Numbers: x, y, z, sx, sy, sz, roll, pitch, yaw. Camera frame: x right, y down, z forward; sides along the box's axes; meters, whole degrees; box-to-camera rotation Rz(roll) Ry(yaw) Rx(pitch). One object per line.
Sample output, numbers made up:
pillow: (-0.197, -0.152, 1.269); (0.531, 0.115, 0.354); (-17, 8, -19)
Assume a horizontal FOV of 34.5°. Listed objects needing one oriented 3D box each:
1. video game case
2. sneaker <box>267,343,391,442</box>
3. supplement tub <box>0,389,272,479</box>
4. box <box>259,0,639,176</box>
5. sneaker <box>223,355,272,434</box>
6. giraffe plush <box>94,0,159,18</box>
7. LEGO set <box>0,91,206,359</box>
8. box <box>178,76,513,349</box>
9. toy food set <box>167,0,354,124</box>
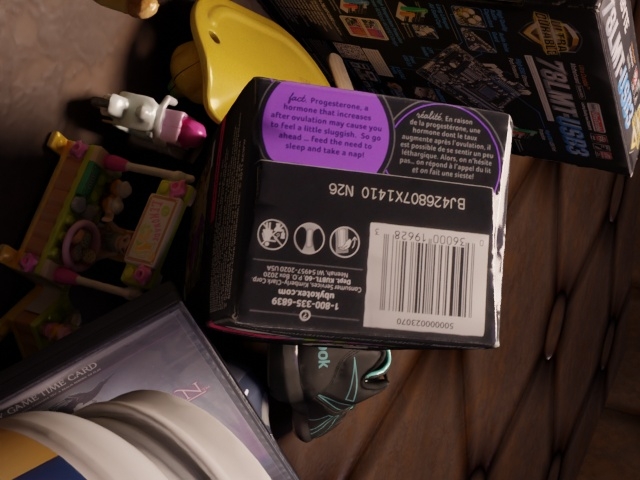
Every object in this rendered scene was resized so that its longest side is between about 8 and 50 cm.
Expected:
video game case: (-0.134, 0.155, 0.692); (0.196, 0.026, 0.274); (-29, 142, -5)
sneaker: (0.017, 0.133, 0.979); (0.267, 0.106, 0.101); (69, 18, -71)
supplement tub: (-0.172, 0.218, 0.482); (0.316, 0.228, 0.228); (-25, 124, -45)
box: (0.122, -0.165, 0.899); (0.295, 0.293, 0.073); (43, 62, -61)
sneaker: (-0.050, 0.259, 0.920); (0.112, 0.131, 0.319); (-32, 129, -57)
giraffe plush: (-0.131, -0.240, 0.542); (0.210, 0.181, 0.170); (-45, 145, 11)
LEGO set: (-0.133, 0.044, 0.683); (0.132, 0.107, 0.287); (1, 100, -64)
box: (0.000, 0.000, 0.705); (0.270, 0.165, 0.143); (156, -60, -75)
toy food set: (-0.047, -0.108, 0.813); (0.218, 0.071, 0.128); (12, 51, -56)
